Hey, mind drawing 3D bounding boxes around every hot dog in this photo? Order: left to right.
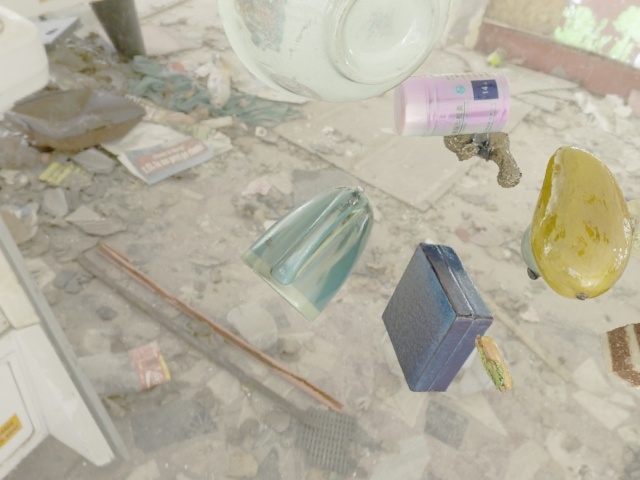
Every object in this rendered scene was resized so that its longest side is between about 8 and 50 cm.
[{"bbox_3d":[0.348,0.250,1.105,0.041,0.056,0.133,-26,89,-20],"label":"hot dog"}]

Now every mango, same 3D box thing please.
[{"bbox_3d":[0.531,-0.032,1.105,0.195,0.142,0.331,24,67,-3],"label":"mango"}]

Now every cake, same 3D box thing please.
[{"bbox_3d":[0.782,0.283,1.330,0.135,0.147,0.134,29,46,-22],"label":"cake"}]

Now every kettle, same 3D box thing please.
[{"bbox_3d":[0.000,0.000,1.370,0.247,0.319,0.342,42,83,4],"label":"kettle"}]

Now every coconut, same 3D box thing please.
[{"bbox_3d":[0.904,-0.030,1.528,0.195,0.194,0.194,5,41,-5],"label":"coconut"}]

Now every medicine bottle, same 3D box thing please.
[{"bbox_3d":[0.318,-0.336,1.352,0.254,0.152,0.152,-4,43,-4],"label":"medicine bottle"}]

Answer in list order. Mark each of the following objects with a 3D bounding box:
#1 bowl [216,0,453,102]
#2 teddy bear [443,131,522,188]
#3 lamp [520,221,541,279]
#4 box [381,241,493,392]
[{"bbox_3d":[0.066,-0.376,0.880,0.435,0.434,0.196,-9,45,-20],"label":"bowl"},{"bbox_3d":[0.463,-0.250,1.517,0.251,0.129,0.182,36,11,18],"label":"teddy bear"},{"bbox_3d":[0.670,0.007,1.506,0.198,0.244,0.197,7,71,-23],"label":"lamp"},{"bbox_3d":[0.283,0.193,1.377,0.116,0.278,0.261,6,38,-17],"label":"box"}]
